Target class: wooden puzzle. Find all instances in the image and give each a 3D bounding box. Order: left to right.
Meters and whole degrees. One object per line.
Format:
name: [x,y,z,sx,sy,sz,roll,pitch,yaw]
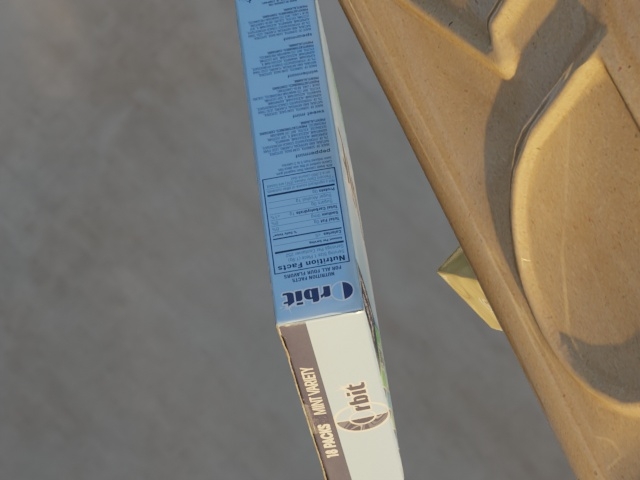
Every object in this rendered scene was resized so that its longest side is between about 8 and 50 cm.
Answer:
wooden puzzle: [0.113,-0.094,0.622,0.081,0.348,0.322,-16,67,-22]

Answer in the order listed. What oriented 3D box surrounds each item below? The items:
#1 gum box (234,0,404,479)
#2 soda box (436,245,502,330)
gum box: [0.000,0.000,0.891,0.157,0.041,0.184,76,5,-55]
soda box: [0.143,0.026,1.202,0.061,0.058,0.181,45,-11,-16]
